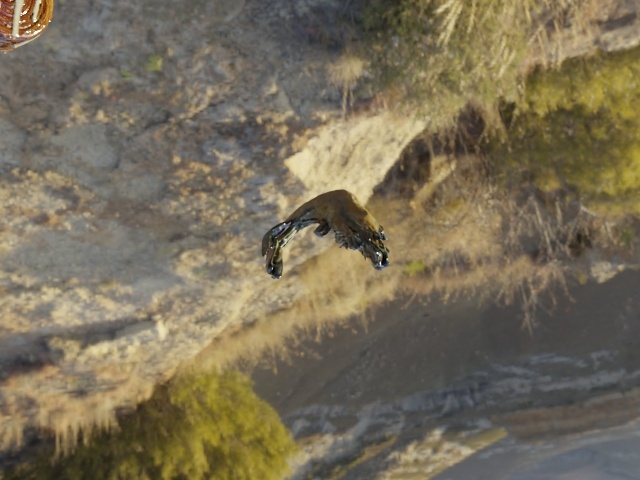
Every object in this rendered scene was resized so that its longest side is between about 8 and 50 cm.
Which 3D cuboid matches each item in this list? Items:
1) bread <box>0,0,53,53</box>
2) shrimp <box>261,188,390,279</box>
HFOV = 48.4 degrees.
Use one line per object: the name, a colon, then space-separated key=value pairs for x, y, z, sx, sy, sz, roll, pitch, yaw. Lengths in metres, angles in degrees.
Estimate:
bread: x=-0.470 y=-0.358 z=1.027 sx=0.073 sy=0.160 sz=0.160 roll=-8 pitch=166 yaw=43
shrimp: x=0.000 y=0.000 z=0.881 sx=0.152 sy=0.219 sz=0.046 roll=-32 pitch=121 yaw=-9
